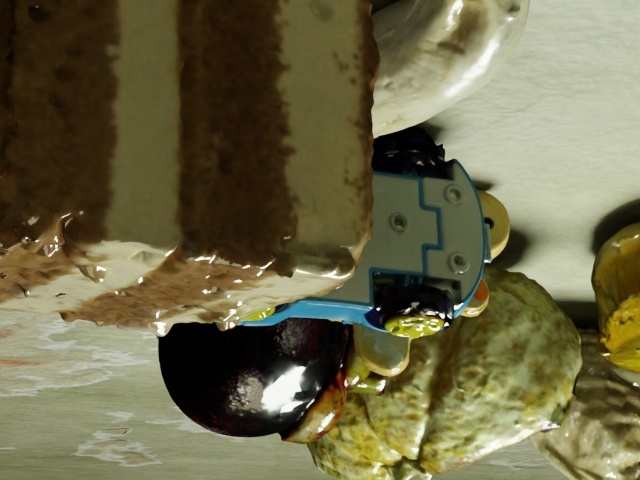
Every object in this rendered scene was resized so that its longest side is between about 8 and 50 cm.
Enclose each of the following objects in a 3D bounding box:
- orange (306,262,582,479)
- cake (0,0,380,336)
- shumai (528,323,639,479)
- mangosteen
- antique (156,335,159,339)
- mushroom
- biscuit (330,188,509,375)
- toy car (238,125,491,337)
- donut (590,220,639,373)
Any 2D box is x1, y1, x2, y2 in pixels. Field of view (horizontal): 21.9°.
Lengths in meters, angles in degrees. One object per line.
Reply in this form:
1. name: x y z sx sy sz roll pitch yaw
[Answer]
1. orange: 0.114 0.126 1.866 0.368 0.271 0.210 -22 109 47
2. cake: -0.134 -0.085 1.177 0.290 0.282 0.255 5 167 -30
3. shumai: 0.377 0.155 2.074 0.267 0.314 0.262 23 106 -35
4. mangosteen: -0.040 0.112 1.693 0.250 0.211 0.211 25 152 -21
5. antique: -0.144 0.075 1.913 0.093 0.087 0.310 -3 160 2
6. mushroom: 0.043 -0.136 1.304 0.122 0.095 0.351 30 146 -25
7. biscuit: 0.097 0.022 1.629 0.234 0.153 0.030 -35 162 -28
8. toy car: 0.000 0.000 1.522 0.314 0.198 0.166 5 157 -19
9. donut: 0.451 0.062 1.790 0.330 0.160 0.330 0 153 0
